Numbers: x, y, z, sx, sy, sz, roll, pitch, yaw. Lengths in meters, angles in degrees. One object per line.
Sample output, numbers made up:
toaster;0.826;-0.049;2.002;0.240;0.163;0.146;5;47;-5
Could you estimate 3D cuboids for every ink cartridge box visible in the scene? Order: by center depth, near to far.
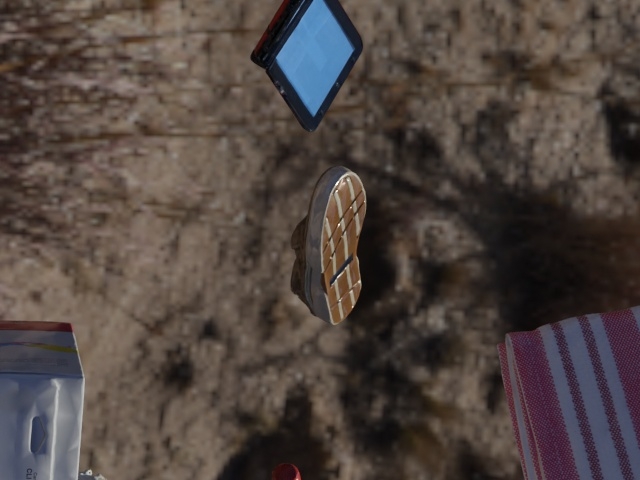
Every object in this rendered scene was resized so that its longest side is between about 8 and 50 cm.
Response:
ink cartridge box;-0.314;0.168;1.631;0.176;0.127;0.128;-133;-133;-71

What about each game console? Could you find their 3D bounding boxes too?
game console;0.007;-0.191;1.391;0.124;0.085;0.144;-52;-173;47

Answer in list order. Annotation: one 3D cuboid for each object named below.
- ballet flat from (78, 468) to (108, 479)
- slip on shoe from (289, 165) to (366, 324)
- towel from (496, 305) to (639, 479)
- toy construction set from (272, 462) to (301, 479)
ballet flat;-0.322;0.494;2.039;0.147;0.147;0.409;-10;99;-61
slip on shoe;0.000;0.000;0.992;0.051;0.041;0.135;-49;155;-26
towel;0.203;0.099;0.849;0.029;0.197;0.144;74;5;-63
toy construction set;-0.117;0.349;1.356;0.309;0.257;0.237;-36;149;-17
